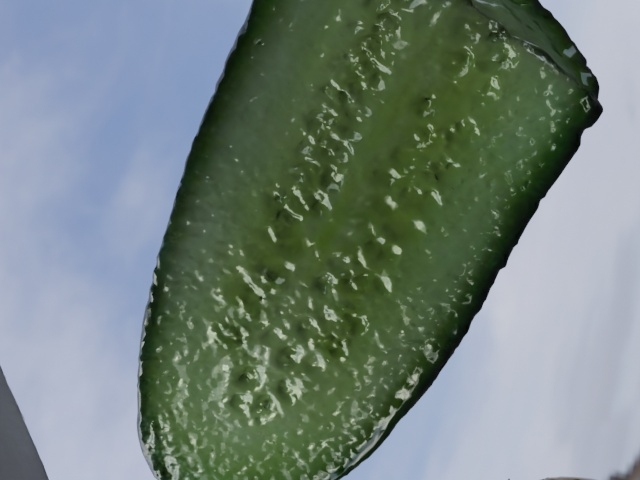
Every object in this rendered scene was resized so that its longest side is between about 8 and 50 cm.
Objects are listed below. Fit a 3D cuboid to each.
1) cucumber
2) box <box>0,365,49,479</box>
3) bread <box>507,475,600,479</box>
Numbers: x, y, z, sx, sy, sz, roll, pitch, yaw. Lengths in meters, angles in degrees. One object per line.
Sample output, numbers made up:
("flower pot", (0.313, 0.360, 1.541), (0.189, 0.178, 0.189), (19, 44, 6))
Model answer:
("cucumber", (0.000, 0.000, 0.567), (0.244, 0.115, 0.063), (-61, 3, 30))
("box", (-0.165, 0.075, 0.442), (0.097, 0.265, 0.168), (-42, -28, 23))
("bread", (0.132, 0.154, 0.815), (0.053, 0.072, 0.106), (-68, -29, -23))
